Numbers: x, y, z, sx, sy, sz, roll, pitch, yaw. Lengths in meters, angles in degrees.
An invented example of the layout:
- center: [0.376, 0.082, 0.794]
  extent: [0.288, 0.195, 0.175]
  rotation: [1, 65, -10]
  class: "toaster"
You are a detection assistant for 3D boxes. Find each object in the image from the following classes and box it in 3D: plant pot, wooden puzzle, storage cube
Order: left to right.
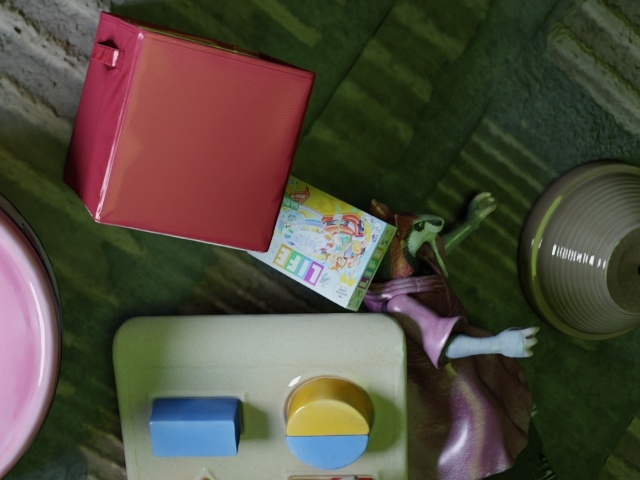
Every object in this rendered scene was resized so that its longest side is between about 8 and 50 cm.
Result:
- center: [-0.144, -0.114, 1.278]
  extent: [0.215, 0.184, 0.193]
  rotation: [10, 101, -25]
  class: "storage cube"
- center: [-0.063, 0.256, 1.386]
  extent: [0.322, 0.080, 0.347]
  rotation: [-1, 110, 4]
  class: "wooden puzzle"
- center: [0.378, 0.022, 1.568]
  extent: [0.237, 0.110, 0.237]
  rotation: [-5, 105, -20]
  class: "plant pot"

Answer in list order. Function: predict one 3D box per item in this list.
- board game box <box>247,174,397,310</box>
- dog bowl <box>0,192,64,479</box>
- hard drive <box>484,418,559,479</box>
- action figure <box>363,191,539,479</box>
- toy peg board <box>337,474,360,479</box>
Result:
- center: [0.000, 0.000, 1.386]
  extent: [0.026, 0.154, 0.103]
  rotation: [21, 96, -56]
  class: "board game box"
- center: [-0.433, 0.101, 1.187]
  extent: [0.408, 0.150, 0.407]
  rotation: [0, 91, -24]
  class: "dog bowl"
- center: [0.162, 0.393, 1.602]
  extent: [0.339, 0.064, 0.236]
  rotation: [-32, 113, -12]
  class: "hard drive"
- center: [0.122, 0.108, 1.473]
  extent: [0.276, 0.248, 0.370]
  rotation: [-22, 115, 13]
  class: "action figure"
- center: [-0.003, 0.364, 1.352]
  extent: [0.161, 0.079, 0.161]
  rotation: [-21, 112, 12]
  class: "toy peg board"
